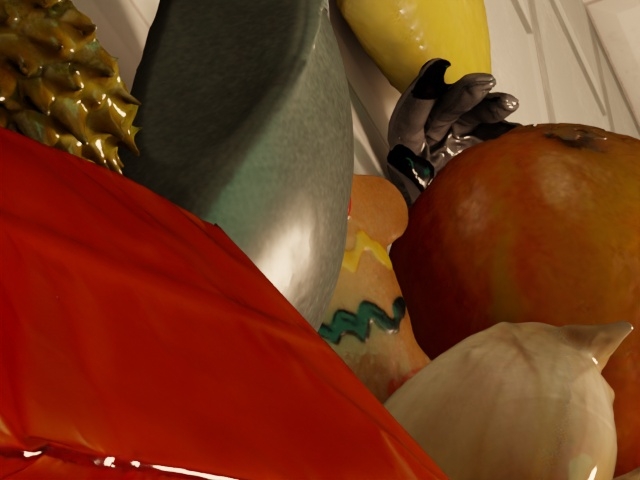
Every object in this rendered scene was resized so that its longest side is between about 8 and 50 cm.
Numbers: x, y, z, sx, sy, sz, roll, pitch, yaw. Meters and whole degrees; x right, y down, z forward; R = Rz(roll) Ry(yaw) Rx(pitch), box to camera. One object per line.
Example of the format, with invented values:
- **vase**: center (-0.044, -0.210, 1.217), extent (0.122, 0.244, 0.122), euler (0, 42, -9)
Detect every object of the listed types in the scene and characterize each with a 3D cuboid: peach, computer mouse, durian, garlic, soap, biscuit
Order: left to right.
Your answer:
- **durian**: center (-0.159, -0.045, 0.787), extent (0.139, 0.144, 0.252), euler (35, -8, 45)
- **computer mouse**: center (-0.039, -0.033, 1.003), extent (0.374, 0.114, 0.203), euler (-82, 175, -52)
- **biscuit**: center (0.000, 0.000, 1.199), extent (0.165, 0.036, 0.250), euler (-5, 80, -43)
- **soap**: center (0.059, -0.274, 1.686), extent (0.427, 0.115, 0.306), euler (49, 24, -56)
- **garlic**: center (0.130, 0.221, 1.126), extent (0.313, 0.286, 0.249), euler (-88, -160, -49)
- **peach**: center (0.200, 0.099, 1.408), extent (0.372, 0.289, 0.373), euler (170, -90, -70)

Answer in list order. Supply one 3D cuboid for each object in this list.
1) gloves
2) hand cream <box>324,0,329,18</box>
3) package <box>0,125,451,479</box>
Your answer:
- **gloves**: center (0.121, -0.045, 1.655), extent (0.142, 0.119, 0.285), euler (-46, 146, -31)
- **hand cream**: center (-0.021, -0.099, 1.349), extent (0.085, 0.058, 0.331), euler (20, 42, -29)
- **package**: center (-0.089, 0.060, 0.627), extent (0.196, 0.123, 0.423), euler (50, 13, 30)
